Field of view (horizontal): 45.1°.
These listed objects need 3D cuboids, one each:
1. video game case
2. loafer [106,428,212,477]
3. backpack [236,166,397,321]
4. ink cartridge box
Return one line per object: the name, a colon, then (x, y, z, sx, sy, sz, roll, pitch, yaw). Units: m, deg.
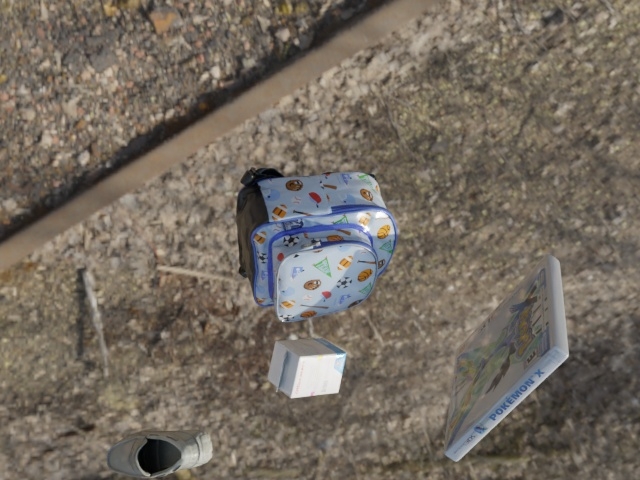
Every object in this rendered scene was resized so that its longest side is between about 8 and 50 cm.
video game case: (0.338, 0.206, 1.421, 0.036, 0.329, 0.300, 34, 119, -4)
loafer: (-0.395, 0.495, 1.797, 0.319, 0.112, 0.111, -19, 168, 32)
backpack: (0.000, 0.000, 1.331, 0.263, 0.213, 0.276, -17, 148, -17)
ink cartridge box: (-0.035, 0.259, 1.584, 0.143, 0.090, 0.092, 4, 104, -39)
